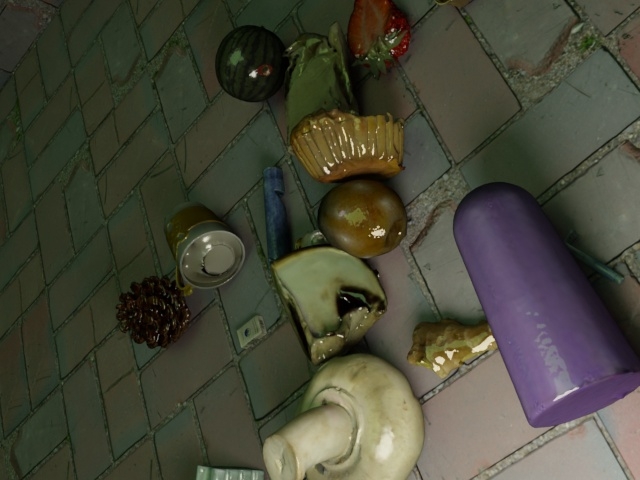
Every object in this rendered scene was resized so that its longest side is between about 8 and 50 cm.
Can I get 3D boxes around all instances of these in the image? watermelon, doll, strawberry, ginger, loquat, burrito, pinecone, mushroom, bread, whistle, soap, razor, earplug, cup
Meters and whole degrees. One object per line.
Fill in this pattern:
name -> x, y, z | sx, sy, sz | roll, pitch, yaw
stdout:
watermelon -> -0.189, -0.489, 2.245 | 0.212, 0.212, 0.212 | -16, 66, 40
doll -> 0.000, 0.000, 2.000 | 0.127, 0.073, 0.084 | -12, 37, 44
strawberry -> 0.136, -0.516, 2.012 | 0.174, 0.098, 0.228 | -46, 47, 23
ginger -> 0.305, 0.183, 1.637 | 0.294, 0.086, 0.131 | -31, 45, 24
loquat -> 0.094, -0.052, 1.850 | 0.227, 0.179, 0.179 | 24, 94, 44
burrito -> 0.008, -0.380, 2.064 | 0.190, 0.135, 0.332 | -20, 62, 35
pinecone -> -0.479, 0.199, 2.302 | 0.221, 0.221, 0.222 | -16, 66, 40
mushroom -> 0.063, 0.417, 1.678 | 0.315, 0.315, 0.356 | -20, 29, 39
bread -> 0.065, -0.212, 1.862 | 0.274, 0.274, 0.149 | -17, 73, 40
mushroom -> 0.036, 0.157, 1.881 | 0.217, 0.212, 0.292 | -20, 37, -11
whistle -> -0.116, -0.048, 2.131 | 0.062, 0.062, 0.304 | -24, 61, 37
soap -> -0.228, 0.678, 1.934 | 0.087, 0.159, 0.266 | -7, 73, 43
razor -> 0.507, 0.041, 1.515 | 0.135, 0.040, 0.068 | 40, 106, 37
earplug -> 0.380, 0.090, 1.466 | 0.215, 0.215, 0.456 | -39, 57, 29
cup -> -0.345, 0.028, 2.251 | 0.241, 0.185, 0.226 | -60, 40, 16

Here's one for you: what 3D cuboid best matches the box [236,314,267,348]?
box -> -0.180, 0.240, 2.126 | 0.083, 0.024, 0.054 | -39, 55, 28

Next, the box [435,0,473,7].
box -> 0.332, -0.606, 1.842 | 0.177, 0.111, 0.111 | -33, 56, 33
